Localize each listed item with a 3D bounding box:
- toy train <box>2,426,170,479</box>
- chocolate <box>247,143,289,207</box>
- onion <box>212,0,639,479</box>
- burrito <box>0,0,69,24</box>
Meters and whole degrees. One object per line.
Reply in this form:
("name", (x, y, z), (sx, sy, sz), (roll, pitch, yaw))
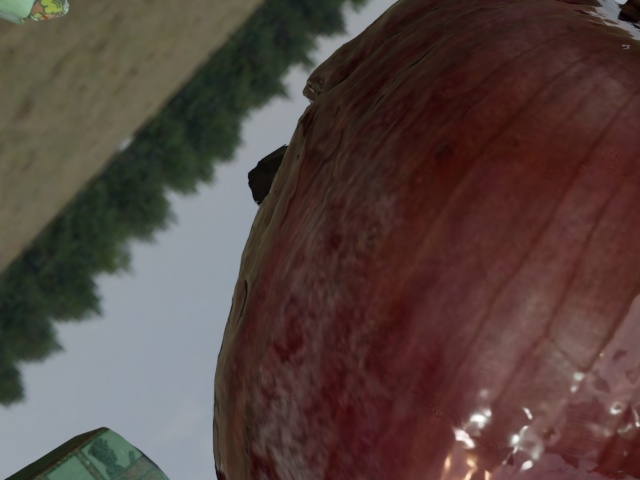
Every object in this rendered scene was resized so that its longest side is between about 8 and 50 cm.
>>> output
("toy train", (-0.240, 0.281, 1.161), (0.326, 0.159, 0.129), (-36, 170, -43))
("chocolate", (0.003, 0.000, 1.031), (0.072, 0.147, 0.070), (6, -126, 31))
("onion", (0.026, 0.053, 0.463), (0.227, 0.120, 0.283), (-92, -168, -75))
("burrito", (-0.278, -0.187, 0.811), (0.104, 0.288, 0.054), (-5, -114, 63))
